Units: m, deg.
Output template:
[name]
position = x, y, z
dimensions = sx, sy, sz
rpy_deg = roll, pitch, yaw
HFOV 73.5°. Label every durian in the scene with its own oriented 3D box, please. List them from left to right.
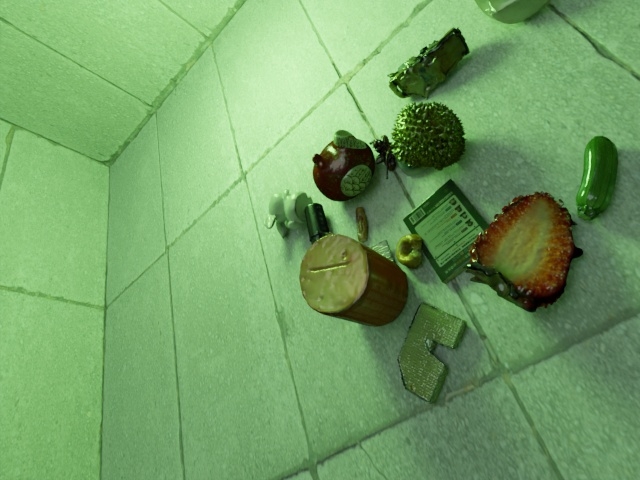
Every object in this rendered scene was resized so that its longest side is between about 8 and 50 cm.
[durian]
position = 0.328, -0.325, 1.320
dimensions = 0.237, 0.176, 0.200
rpy_deg = 25, 67, 24

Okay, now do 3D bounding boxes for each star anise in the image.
[star anise]
position = 0.226, -0.288, 1.488
dimensions = 0.070, 0.097, 0.190
rpy_deg = -26, 55, 50

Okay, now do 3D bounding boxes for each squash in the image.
[squash]
position = 0.674, -0.153, 1.045
dimensions = 0.077, 0.068, 0.219
rpy_deg = 13, 80, 29

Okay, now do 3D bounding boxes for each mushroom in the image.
[mushroom]
position = 0.564, -0.825, 1.393
dimensions = 0.154, 0.137, 0.407
rpy_deg = -51, 43, 30

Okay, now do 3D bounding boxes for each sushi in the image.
[sushi]
position = 0.375, -0.598, 1.489
dimensions = 0.291, 0.139, 0.131
rpy_deg = -32, 33, 27

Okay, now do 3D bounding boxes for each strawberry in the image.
[strawberry]
position = 0.523, 0.031, 1.083
dimensions = 0.233, 0.138, 0.306
rpy_deg = 35, 71, 26

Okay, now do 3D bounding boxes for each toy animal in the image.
[toy animal]
position = -0.127, -0.113, 1.716
dimensions = 0.193, 0.127, 0.178
rpy_deg = -11, 67, 36

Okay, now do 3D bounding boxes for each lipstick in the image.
[lipstick]
position = 0.000, 0.000, 1.583
dimensions = 0.081, 0.081, 0.299
rpy_deg = -28, 60, 31

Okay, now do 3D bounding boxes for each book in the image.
[book]
position = 0.382, -0.032, 1.285
dimensions = 0.202, 0.027, 0.264
rpy_deg = -42, 49, 21

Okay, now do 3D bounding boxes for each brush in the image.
[brush]
position = 0.100, 0.099, 1.452
dimensions = 0.314, 0.017, 0.090
rpy_deg = -26, 67, 21

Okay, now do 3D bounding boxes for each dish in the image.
[dish]
position = 0.306, -0.296, 1.434
dimensions = 0.141, 0.078, 0.141
rpy_deg = -18, 61, 36

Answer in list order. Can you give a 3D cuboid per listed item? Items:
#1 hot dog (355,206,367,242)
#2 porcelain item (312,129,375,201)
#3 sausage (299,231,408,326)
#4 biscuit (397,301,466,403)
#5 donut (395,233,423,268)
[hot dog]
position = 0.145, -0.060, 1.514
dimensions = 0.044, 0.028, 0.137
rpy_deg = -16, 60, 29
[porcelain item]
position = 0.065, -0.270, 1.537
dimensions = 0.253, 0.253, 0.253
rpy_deg = -18, 60, 36
[sausage]
position = 0.104, 0.128, 1.267
dimensions = 0.233, 0.287, 0.233
rpy_deg = -12, 68, 31
[biscuit]
position = 0.301, 0.308, 1.196
dimensions = 0.147, 0.046, 0.250
rpy_deg = 19, 85, 44
[donut]
position = 0.272, 0.032, 1.330
dimensions = 0.097, 0.043, 0.108
rpy_deg = -21, 63, 53
